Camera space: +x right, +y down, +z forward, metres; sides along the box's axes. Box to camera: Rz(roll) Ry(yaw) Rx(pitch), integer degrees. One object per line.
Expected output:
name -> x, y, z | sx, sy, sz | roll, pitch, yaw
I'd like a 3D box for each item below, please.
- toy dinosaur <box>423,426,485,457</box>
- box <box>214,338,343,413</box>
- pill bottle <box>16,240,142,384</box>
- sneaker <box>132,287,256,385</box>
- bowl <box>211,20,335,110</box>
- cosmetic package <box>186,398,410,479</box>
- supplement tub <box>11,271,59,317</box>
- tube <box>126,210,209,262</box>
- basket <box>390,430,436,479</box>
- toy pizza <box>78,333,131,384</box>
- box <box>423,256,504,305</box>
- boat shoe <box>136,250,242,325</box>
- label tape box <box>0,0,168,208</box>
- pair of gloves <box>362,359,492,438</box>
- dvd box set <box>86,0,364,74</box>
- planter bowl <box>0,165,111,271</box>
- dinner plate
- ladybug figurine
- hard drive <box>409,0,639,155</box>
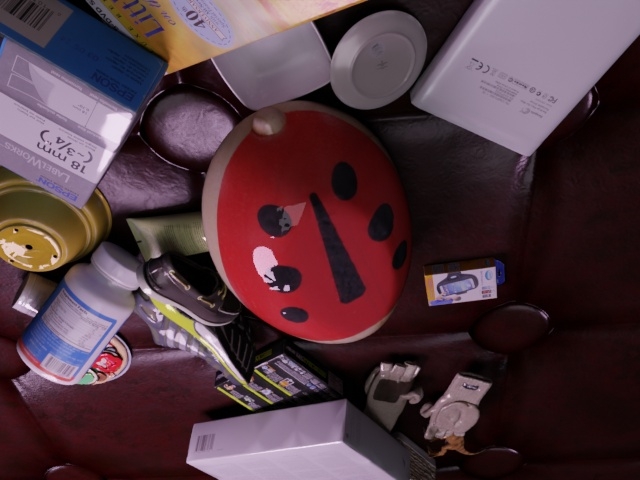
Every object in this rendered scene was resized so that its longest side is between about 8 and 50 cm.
toy dinosaur -> 0.288, 0.438, 1.625 | 0.112, 0.064, 0.211 | -16, 132, 13
box -> -0.081, 0.288, 1.496 | 0.184, 0.045, 0.191 | -28, 129, 28
pill bottle -> -0.383, 0.115, 1.224 | 0.124, 0.124, 0.221 | 35, 95, -29
sneaker -> -0.225, 0.160, 1.341 | 0.121, 0.111, 0.300 | -21, 124, 28
bowl -> -0.064, -0.250, 0.963 | 0.142, 0.053, 0.142 | -19, 132, 18
cosmetic package -> -0.042, 0.451, 1.564 | 0.377, 0.097, 0.284 | -15, 137, 27
supplement tub -> -0.470, 0.107, 1.301 | 0.107, 0.071, 0.071 | 30, 128, -24
tube -> -0.187, -0.016, 1.194 | 0.240, 0.070, 0.062 | -10, 169, 14
basket -> 0.176, 0.521, 1.678 | 0.113, 0.103, 0.167 | -28, 129, 26
toy pizza -> -0.468, 0.223, 1.441 | 0.201, 0.032, 0.201 | 0, 134, 0
box -> 0.250, 0.071, 1.292 | 0.136, 0.028, 0.081 | -7, 134, 9
boat shoe -> -0.197, 0.081, 1.231 | 0.069, 0.081, 0.228 | -31, 146, 22
label tape box -> -0.373, -0.159, 0.953 | 0.241, 0.106, 0.334 | 30, 139, -16
pair of gloves -> 0.204, 0.321, 1.509 | 0.240, 0.042, 0.204 | 9, 125, -2
dvd box set -> -0.121, -0.334, 0.729 | 0.420, 0.062, 0.307 | -6, 138, 41
planter bowl -> -0.445, -0.016, 1.168 | 0.217, 0.090, 0.217 | 0, 135, 0
dinner plate -> 0.079, -0.229, 0.971 | 0.141, 0.017, 0.141 | -16, 134, -17
ladybug figurine -> 0.000, 0.000, 1.081 | 0.305, 0.162, 0.449 | -31, 134, -3
hard drive -> 0.282, -0.260, 0.960 | 0.203, 0.040, 0.307 | 20, 131, -19
